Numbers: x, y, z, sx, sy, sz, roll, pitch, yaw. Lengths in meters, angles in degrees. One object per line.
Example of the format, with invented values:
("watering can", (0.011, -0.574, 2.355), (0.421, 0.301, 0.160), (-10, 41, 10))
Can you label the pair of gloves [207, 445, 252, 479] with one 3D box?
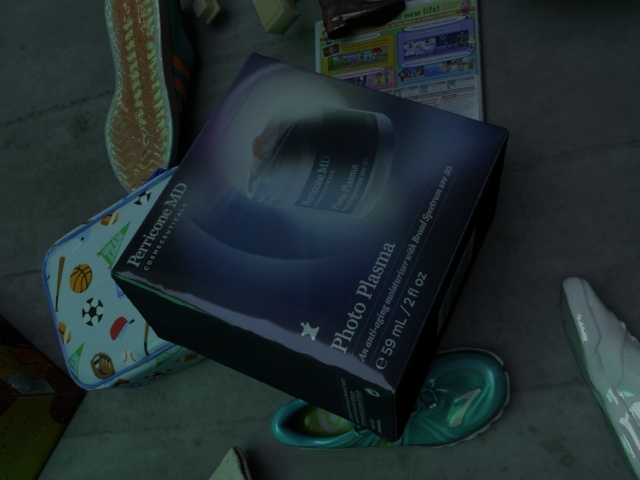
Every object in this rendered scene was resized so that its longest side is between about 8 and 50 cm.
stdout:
("pair of gloves", (-0.129, 0.385, 0.873), (0.204, 0.042, 0.240), (-56, 31, 23))

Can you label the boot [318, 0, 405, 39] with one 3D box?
("boot", (0.040, -0.317, 0.948), (0.107, 0.037, 0.114), (-18, 69, 6))

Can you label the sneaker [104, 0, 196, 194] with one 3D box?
("sneaker", (-0.221, -0.211, 1.049), (0.108, 0.121, 0.302), (9, 106, 18))

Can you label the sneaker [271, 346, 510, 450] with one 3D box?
("sneaker", (0.074, 0.189, 0.844), (0.275, 0.110, 0.106), (-19, 75, 20))

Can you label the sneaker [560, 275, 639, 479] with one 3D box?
("sneaker", (0.317, 0.127, 0.773), (0.094, 0.080, 0.212), (-23, 80, 7))

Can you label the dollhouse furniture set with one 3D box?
("dollhouse furniture set", (-0.088, -0.320, 1.024), (0.161, 0.101, 0.181), (-38, 67, 41))

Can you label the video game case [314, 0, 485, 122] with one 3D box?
("video game case", (0.094, -0.197, 0.941), (0.213, 0.023, 0.193), (-5, 80, 24))

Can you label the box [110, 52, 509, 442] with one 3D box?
("box", (0.000, 0.000, 0.791), (0.294, 0.182, 0.296), (20, 66, 17))

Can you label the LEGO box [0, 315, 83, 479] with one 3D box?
("LEGO box", (-0.631, 0.318, 1.095), (0.373, 0.193, 0.500), (33, 96, 24))

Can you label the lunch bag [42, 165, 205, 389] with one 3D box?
("lunch bag", (-0.214, 0.045, 0.996), (0.304, 0.115, 0.243), (-28, 70, 19))
